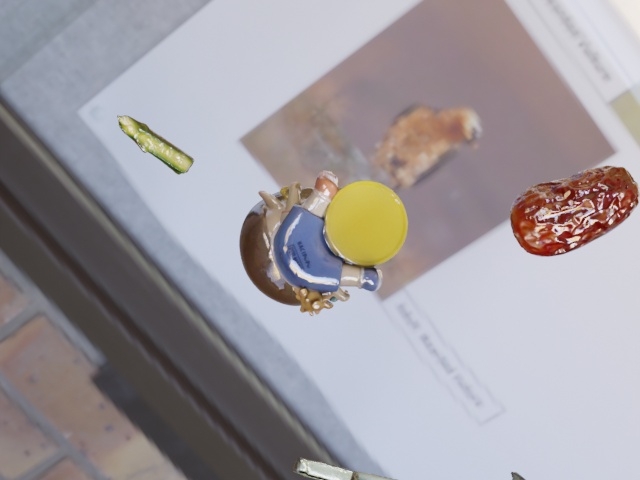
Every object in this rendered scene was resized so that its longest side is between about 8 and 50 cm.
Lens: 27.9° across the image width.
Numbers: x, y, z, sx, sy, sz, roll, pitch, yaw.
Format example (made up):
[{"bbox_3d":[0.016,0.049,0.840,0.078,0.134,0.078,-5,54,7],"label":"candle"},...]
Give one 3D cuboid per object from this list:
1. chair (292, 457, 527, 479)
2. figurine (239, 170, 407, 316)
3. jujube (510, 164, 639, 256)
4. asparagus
[{"bbox_3d":[0.100,0.308,1.226,0.275,0.203,0.190,16,2,-21],"label":"chair"},{"bbox_3d":[-0.008,0.003,1.511,0.161,0.158,0.275,69,-17,-6],"label":"figurine"},{"bbox_3d":[0.250,-0.031,1.266,0.077,0.129,0.077,60,13,-24],"label":"jujube"},{"bbox_3d":[-0.171,-0.098,1.339,0.108,0.025,0.021,36,2,-38],"label":"asparagus"}]
